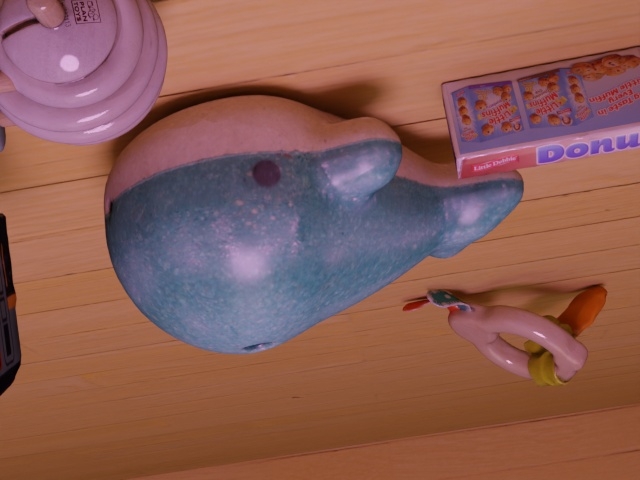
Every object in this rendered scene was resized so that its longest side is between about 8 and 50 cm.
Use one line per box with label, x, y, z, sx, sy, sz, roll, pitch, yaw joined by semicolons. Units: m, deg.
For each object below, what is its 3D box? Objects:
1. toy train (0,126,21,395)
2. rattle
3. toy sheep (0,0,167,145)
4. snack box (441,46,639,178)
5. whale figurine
toy train;-0.214;0.014;0.445;0.142;0.190;0.334;-8;-175;-5
rattle;0.211;0.065;1.151;0.199;0.143;0.130;28;171;7
toy sheep;-0.111;-0.083;0.455;0.091;0.091;0.132;-7;180;-3
snack box;0.164;-0.081;0.611;0.178;0.064;0.022;-10;143;6
whale figurine;0.000;0.000;0.665;0.272;0.141;0.216;2;160;-24
